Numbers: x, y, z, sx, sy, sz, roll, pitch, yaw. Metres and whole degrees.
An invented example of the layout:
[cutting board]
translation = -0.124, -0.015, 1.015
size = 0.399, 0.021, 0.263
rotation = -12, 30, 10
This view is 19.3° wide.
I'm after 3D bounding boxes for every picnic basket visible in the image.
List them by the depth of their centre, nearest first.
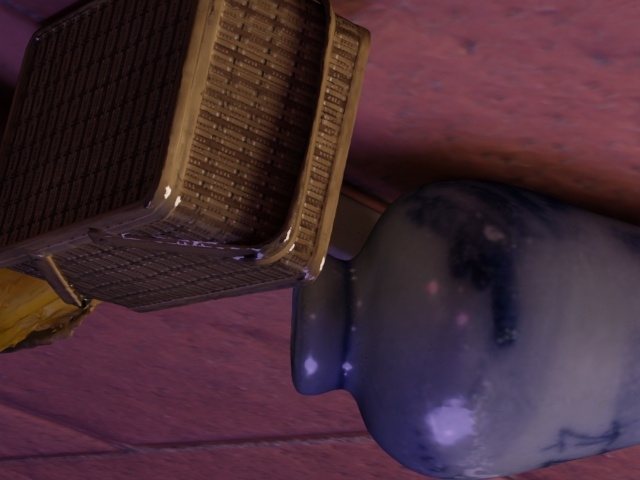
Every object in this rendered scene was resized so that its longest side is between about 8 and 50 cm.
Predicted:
[picnic basket]
translation = -0.062, -0.039, 0.758
size = 0.079, 0.115, 0.164
rotation = 21, 159, -32

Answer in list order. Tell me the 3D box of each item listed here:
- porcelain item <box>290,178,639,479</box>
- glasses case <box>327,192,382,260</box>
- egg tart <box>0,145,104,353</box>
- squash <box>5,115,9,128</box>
[porcelain item]
translation = 0.116, 0.045, 0.882
size = 0.259, 0.141, 0.141
rotation = 4, 162, -5
[glasses case]
translation = 0.000, 0.000, 0.951
size = 0.164, 0.041, 0.063
rotation = 26, 156, -39
[egg tart]
translation = -0.326, 0.019, 0.974
size = 0.443, 0.178, 0.443
rotation = 8, 162, 3
[squash]
translation = -0.125, -0.060, 0.873
size = 0.027, 0.027, 0.089
rotation = 18, 158, -22
